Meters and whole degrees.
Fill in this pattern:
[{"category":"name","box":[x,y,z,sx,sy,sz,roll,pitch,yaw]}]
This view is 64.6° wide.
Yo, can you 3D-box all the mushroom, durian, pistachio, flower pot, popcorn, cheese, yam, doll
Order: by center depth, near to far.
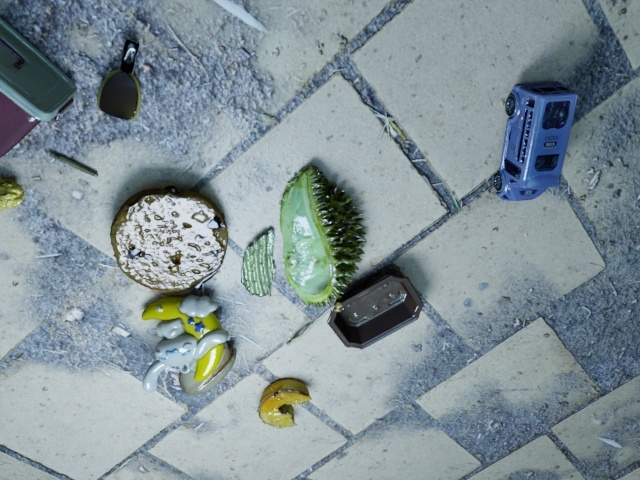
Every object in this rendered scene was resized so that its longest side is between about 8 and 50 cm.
[{"category":"cheese","box":[-0.411,-0.337,1.057,0.086,0.036,0.162,17,115,-14]},{"category":"popcorn","box":[-0.698,-0.099,1.134,0.084,0.084,0.084,-4,120,-7]},{"category":"yam","box":[-0.554,-0.171,1.142,0.107,0.014,0.014,26,112,-21]},{"category":"durian","box":[0.006,-0.005,1.293,0.198,0.163,0.394,8,121,32]},{"category":"doll","box":[-0.364,0.265,1.330,0.252,0.111,0.237,-11,94,1]},{"category":"mushroom","box":[-0.020,0.231,1.392,0.026,0.028,0.286,53,135,6]},{"category":"flower pot","box":[0.145,0.181,1.408,0.251,0.084,0.179,-31,118,8]},{"category":"pistachio","box":[-0.315,0.352,1.411,0.185,0.124,0.124,-43,117,8]}]

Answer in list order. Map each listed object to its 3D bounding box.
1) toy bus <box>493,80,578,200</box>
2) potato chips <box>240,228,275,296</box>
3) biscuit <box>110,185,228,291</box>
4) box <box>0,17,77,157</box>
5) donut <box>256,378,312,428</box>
[{"category":"toy bus","box":[0.512,-0.219,1.208,0.126,0.133,0.292,-5,120,-6]},{"category":"potato chips","box":[-0.163,0.063,1.324,0.092,0.028,0.207,-1,121,-10]},{"category":"biscuit","box":[-0.363,-0.002,1.231,0.296,0.075,0.295,-7,123,-11]},{"category":"box","box":[-0.645,-0.310,0.956,0.167,0.193,0.294,-35,119,21]},{"category":"donut","box":[-0.118,0.494,1.552,0.146,0.078,0.181,16,122,-16]}]
